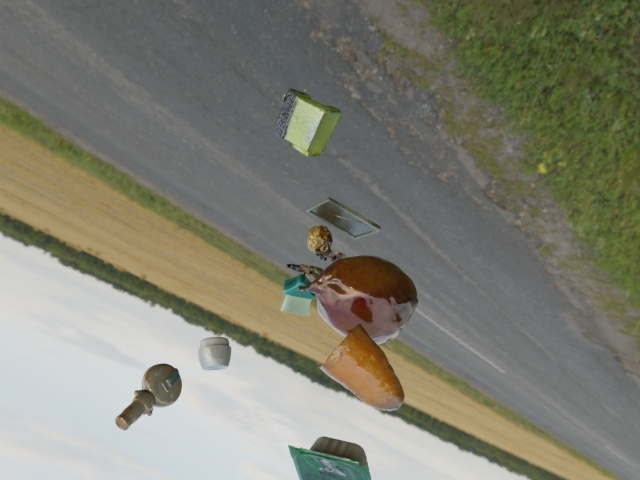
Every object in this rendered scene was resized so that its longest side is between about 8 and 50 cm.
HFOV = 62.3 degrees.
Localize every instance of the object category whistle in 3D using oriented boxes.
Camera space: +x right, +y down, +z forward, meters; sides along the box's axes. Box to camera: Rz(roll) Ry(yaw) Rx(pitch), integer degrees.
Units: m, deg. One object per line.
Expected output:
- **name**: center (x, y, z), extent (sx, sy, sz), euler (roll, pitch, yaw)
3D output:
- **whistle**: center (-0.404, 0.371, 1.273), extent (0.057, 0.220, 0.107), euler (-22, 100, 29)

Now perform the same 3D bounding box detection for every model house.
- **model house**: center (-0.086, 0.206, 2.099), extent (0.127, 0.148, 0.100), euler (11, -154, -5)
- **model house**: center (-0.066, -0.444, 1.990), extent (0.212, 0.193, 0.170), euler (32, -154, 16)

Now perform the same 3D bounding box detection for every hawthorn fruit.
- **hawthorn fruit**: center (0.139, 0.177, 1.689), extent (0.324, 0.308, 0.308), euler (47, 161, -19)

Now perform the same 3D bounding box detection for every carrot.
- **carrot**: center (0.121, 0.348, 1.365), extent (0.225, 0.159, 0.159), euler (46, 171, 8)

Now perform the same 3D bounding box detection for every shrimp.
- **shrimp**: center (-0.033, 0.150, 2.372), extent (0.262, 0.066, 0.117), euler (17, -157, -41)

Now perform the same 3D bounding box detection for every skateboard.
- **skateboard**: center (0.037, 0.043, 2.079), extent (0.151, 0.080, 0.067), euler (18, 171, 46)

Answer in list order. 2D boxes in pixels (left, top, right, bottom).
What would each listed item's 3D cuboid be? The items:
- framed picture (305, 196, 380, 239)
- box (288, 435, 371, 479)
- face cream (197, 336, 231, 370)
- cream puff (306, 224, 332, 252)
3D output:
- **framed picture**: center (0.088, -0.082, 2.125), extent (0.260, 0.023, 0.189), euler (28, 156, -21)
- **box**: center (0.062, 0.745, 1.688), extent (0.265, 0.106, 0.336), euler (4, 125, 23)
- **face cream**: center (-0.371, 0.397, 1.861), extent (0.117, 0.104, 0.117), euler (-6, 157, -3)
- **cream puff**: center (0.000, 0.000, 2.217), extent (0.104, 0.119, 0.133), euler (-11, 132, 12)
